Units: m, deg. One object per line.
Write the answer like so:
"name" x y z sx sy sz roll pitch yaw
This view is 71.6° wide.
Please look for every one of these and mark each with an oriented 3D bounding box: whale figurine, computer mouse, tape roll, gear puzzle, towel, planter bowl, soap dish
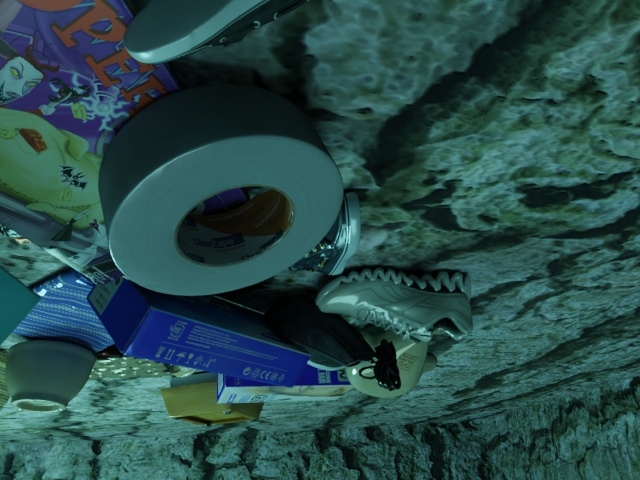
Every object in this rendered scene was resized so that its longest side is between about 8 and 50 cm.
"whale figurine" 0.165 0.225 0.989 0.216 0.141 0.272 21 119 -17
"computer mouse" 0.029 0.168 0.825 0.272 0.072 0.188 23 -174 6
"tape roll" -0.090 -0.037 0.430 0.219 0.072 0.219 -19 149 -12
"gear puzzle" -0.533 0.286 1.050 0.339 0.044 0.175 -1 149 -5
"towel" -0.427 0.143 0.815 0.336 0.040 0.243 -22 146 27
"planter bowl" -0.558 0.285 0.904 0.162 0.109 0.162 -3 144 -2
"soap dish" -0.317 0.492 1.364 0.229 0.118 0.290 -10 151 8

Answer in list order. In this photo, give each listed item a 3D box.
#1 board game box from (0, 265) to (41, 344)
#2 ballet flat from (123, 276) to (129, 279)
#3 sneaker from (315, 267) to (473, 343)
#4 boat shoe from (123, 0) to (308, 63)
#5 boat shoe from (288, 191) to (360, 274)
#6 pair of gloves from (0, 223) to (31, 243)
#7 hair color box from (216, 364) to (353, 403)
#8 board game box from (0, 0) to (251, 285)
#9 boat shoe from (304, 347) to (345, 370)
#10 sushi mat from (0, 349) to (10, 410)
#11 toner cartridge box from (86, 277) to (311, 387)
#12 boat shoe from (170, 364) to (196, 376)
"board game box" -0.413 -0.046 0.332 0.254 0.079 0.336 25 152 10
"ballet flat" -0.247 0.017 0.595 0.067 0.073 0.206 -38 141 27
"sneaker" 0.137 0.119 0.784 0.292 0.118 0.110 2 151 -9
"boat shoe" -0.065 -0.157 0.307 0.142 0.049 0.040 -29 156 1
"boat shoe" 0.000 0.000 0.602 0.083 0.065 0.183 -1 151 -10
"pair of gloves" -0.374 -0.018 0.569 0.083 0.010 0.074 -5 152 5
"hair color box" -0.094 0.360 1.180 0.339 0.110 0.185 3 148 -17
"board game box" -0.209 -0.083 0.392 0.208 0.056 0.346 -28 149 -2
"boat shoe" 0.040 0.285 1.090 0.226 0.083 0.076 11 145 -28
"sushi mat" -0.725 0.289 0.917 0.019 0.151 0.316 20 151 6
"toner cartridge box" -0.183 0.147 0.736 0.165 0.075 0.348 30 178 42
"boat shoe" -0.306 0.270 1.038 0.170 0.063 0.059 -35 137 27
